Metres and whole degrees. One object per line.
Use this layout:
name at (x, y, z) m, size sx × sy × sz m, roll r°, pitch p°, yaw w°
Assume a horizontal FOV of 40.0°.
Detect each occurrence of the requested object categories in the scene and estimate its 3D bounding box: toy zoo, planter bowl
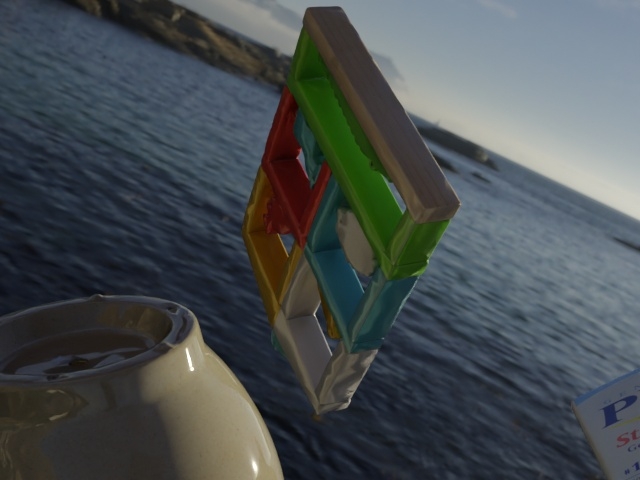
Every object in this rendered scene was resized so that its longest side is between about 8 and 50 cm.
toy zoo at (0.000, 0.000, 0.672) m, size 0.030 × 0.293 × 0.192 m, roll -8°, pitch 55°, yaw -25°
planter bowl at (-0.093, 0.087, 0.357) m, size 0.162 × 0.109 × 0.162 m, roll -4°, pitch 16°, yaw 1°

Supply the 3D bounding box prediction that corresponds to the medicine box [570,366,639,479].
medicine box at (0.386, 0.189, 0.748) m, size 0.149 × 0.263 × 0.289 m, roll 61°, pitch 9°, yaw -7°
